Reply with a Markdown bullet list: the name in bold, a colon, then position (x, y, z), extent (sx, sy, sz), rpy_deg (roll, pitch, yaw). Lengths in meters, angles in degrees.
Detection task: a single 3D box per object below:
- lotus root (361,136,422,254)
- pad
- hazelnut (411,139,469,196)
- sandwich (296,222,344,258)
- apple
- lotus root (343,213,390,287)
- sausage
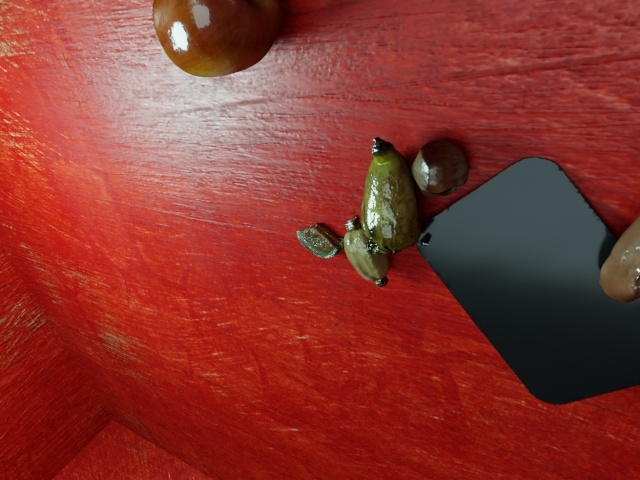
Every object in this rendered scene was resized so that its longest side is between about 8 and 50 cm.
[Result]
- **lotus root**: position (0.112, -0.070, 0.660), extent (0.108, 0.095, 0.190), rpy_deg (26, 126, 49)
- **pad**: position (0.369, 0.052, 0.631), extent (0.315, 0.063, 0.375), rpy_deg (-37, 90, 38)
- **hazelnut**: position (0.175, -0.103, 0.609), extent (0.087, 0.086, 0.086), rpy_deg (18, 130, 23)
- **sandwich**: position (-0.003, 0.001, 0.840), extent (0.101, 0.026, 0.069), rpy_deg (33, 136, 11)
- **apple**: position (-0.153, -0.327, 0.605), extent (0.199, 0.199, 0.199), rpy_deg (18, 130, 23)
- **lotus root**: position (0.084, 0.018, 0.767), extent (0.073, 0.062, 0.150), rpy_deg (-15, 113, 33)
- **sausage**: position (0.421, -0.041, 0.466), extent (0.078, 0.078, 0.304), rpy_deg (32, 126, 12)
